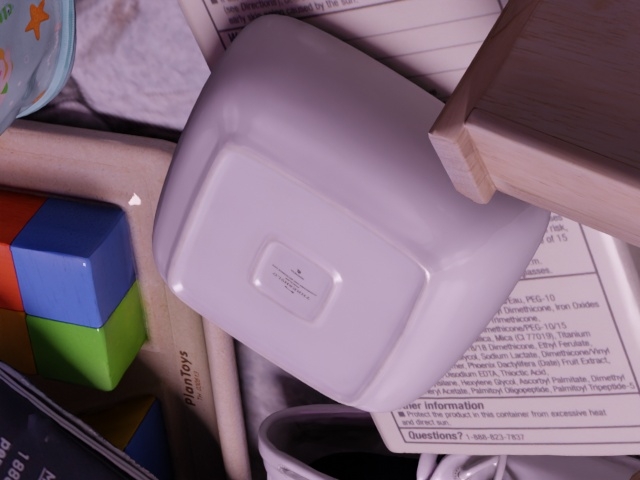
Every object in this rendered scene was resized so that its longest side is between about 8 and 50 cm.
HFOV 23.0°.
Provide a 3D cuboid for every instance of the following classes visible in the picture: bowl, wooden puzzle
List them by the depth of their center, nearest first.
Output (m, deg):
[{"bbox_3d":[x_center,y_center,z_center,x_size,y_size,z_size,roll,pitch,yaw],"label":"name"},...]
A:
[{"bbox_3d":[0.000,0.000,0.596,0.142,0.053,0.142,34,136,5],"label":"bowl"},{"bbox_3d":[-0.207,0.069,0.931,0.348,0.080,0.322,12,131,21],"label":"wooden puzzle"}]

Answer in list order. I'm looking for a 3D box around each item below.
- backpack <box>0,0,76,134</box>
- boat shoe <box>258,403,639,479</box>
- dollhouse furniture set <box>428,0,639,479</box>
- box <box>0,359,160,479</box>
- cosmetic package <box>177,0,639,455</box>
[{"bbox_3d":[-0.228,-0.133,0.699,0.253,0.191,0.225,23,137,22],"label":"backpack"},{"bbox_3d":[0.077,0.129,0.808,0.258,0.095,0.084,-3,128,31],"label":"boat shoe"},{"bbox_3d":[0.191,0.012,0.607,0.174,0.303,0.355,25,165,28],"label":"dollhouse furniture set"},{"bbox_3d":[-0.193,0.374,0.964,0.472,0.297,0.480,39,139,-22],"label":"box"},{"bbox_3d":[0.061,-0.064,0.636,0.153,0.129,0.296,-3,125,33],"label":"cosmetic package"}]
